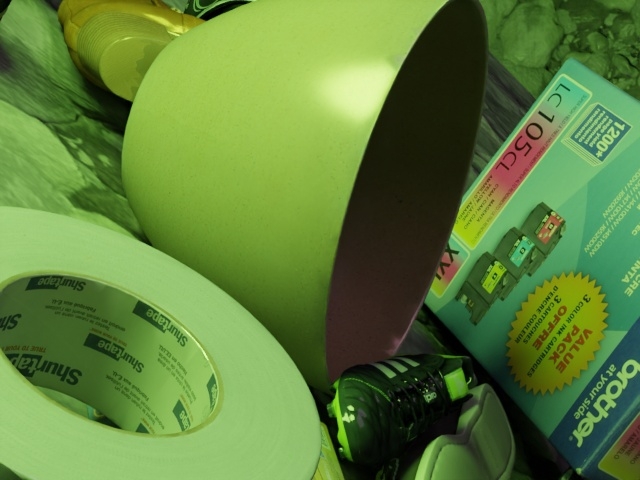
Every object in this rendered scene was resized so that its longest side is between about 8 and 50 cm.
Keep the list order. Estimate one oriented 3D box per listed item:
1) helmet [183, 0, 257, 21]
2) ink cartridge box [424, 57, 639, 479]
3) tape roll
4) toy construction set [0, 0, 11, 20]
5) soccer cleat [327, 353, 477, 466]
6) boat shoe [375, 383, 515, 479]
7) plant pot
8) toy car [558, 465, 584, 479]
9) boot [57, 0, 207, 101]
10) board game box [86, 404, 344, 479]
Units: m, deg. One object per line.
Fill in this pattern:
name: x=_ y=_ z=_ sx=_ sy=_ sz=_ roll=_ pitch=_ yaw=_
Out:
helmet: x=-0.055 y=-0.213 z=1.485 sx=0.169 sy=0.169 sz=0.161 roll=40 pitch=34 yaw=-13
ink cartridge box: x=0.273 y=0.048 z=1.276 sx=0.151 sy=0.270 sz=0.395 roll=30 pitch=11 yaw=-35
tape roll: x=-0.111 y=0.076 z=0.695 sx=0.219 sy=0.072 sz=0.219 roll=23 pitch=25 yaw=-12
toy construction set: x=-0.269 y=-0.313 z=1.145 sx=0.237 sy=0.257 sz=0.309 roll=31 pitch=4 yaw=3
soccer cleat: x=0.055 y=0.100 z=0.977 sx=0.179 sy=0.072 sz=0.060 roll=-22 pitch=96 yaw=-71
boat shoe: x=0.077 y=0.164 z=1.019 sx=0.081 sy=0.069 sz=0.228 roll=67 pitch=21 yaw=-5
plant pot: x=-0.023 y=-0.054 z=1.042 sx=0.191 sy=0.284 sz=0.284 roll=18 pitch=10 yaw=18
toy car: x=0.187 y=0.244 z=1.100 sx=0.225 sy=0.053 sz=0.239 roll=27 pitch=23 yaw=-42
boot: x=-0.066 y=-0.133 z=1.238 sx=0.295 sy=0.104 sz=0.211 roll=18 pitch=14 yaw=-20
board game box: x=-0.040 y=0.157 z=0.805 sx=0.165 sy=0.042 sz=0.243 roll=33 pitch=20 yaw=-31
